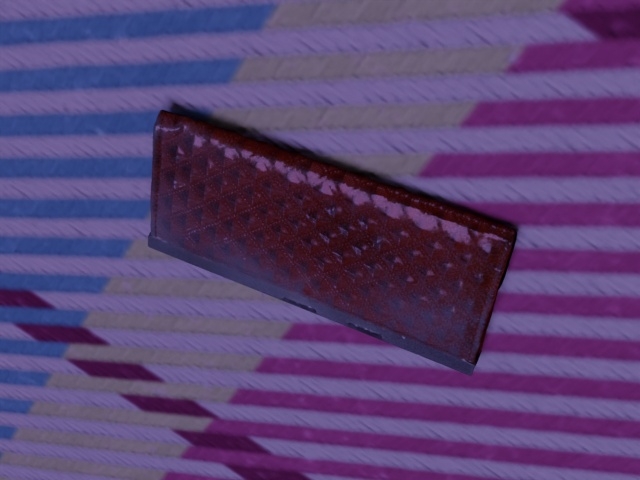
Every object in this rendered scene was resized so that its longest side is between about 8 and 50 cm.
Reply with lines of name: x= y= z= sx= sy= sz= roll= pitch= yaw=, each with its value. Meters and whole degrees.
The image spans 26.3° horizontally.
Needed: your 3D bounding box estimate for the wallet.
wallet: x=0.000 y=0.000 z=0.723 sx=0.196 sy=0.020 sz=0.103 roll=20 pitch=137 yaw=11
